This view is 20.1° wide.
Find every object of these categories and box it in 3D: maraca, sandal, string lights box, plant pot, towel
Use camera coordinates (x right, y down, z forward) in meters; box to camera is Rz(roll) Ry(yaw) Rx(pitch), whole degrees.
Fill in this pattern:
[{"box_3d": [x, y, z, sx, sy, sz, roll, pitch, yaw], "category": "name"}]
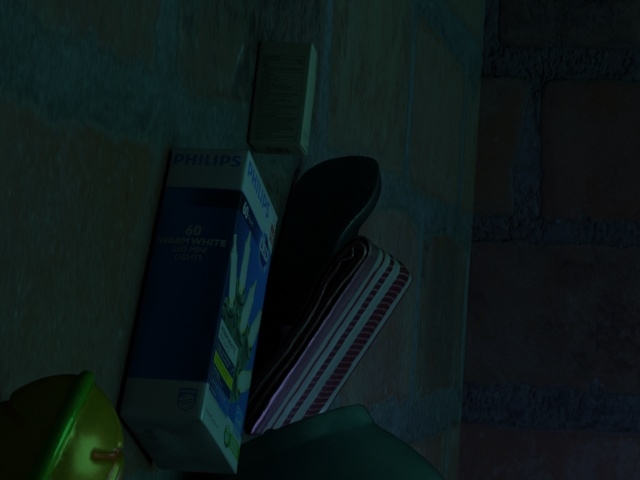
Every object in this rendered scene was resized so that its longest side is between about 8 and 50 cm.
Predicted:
[{"box_3d": [-0.189, 0.165, 1.205, 0.185, 0.099, 0.127, -63, -179, 35], "category": "maraca"}, {"box_3d": [-0.001, 0.000, 2.072, 0.054, 0.097, 0.254, 78, 29, -48], "category": "sandal"}, {"box_3d": [-0.105, 0.062, 1.608, 0.133, 0.077, 0.259, 68, 27, -61], "category": "string lights box"}, {"box_3d": [-0.002, 0.279, 1.765, 0.293, 0.293, 0.196, 33, 34, -76], "category": "plant pot"}, {"box_3d": [0.008, 0.111, 1.997, 0.237, 0.037, 0.329, -55, 167, 1], "category": "towel"}]

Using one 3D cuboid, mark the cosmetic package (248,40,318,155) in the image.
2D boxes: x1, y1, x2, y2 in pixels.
[{"box_3d": [-0.039, -0.150, 1.912, 0.041, 0.060, 0.115, 58, 38, -72], "category": "cosmetic package"}]
